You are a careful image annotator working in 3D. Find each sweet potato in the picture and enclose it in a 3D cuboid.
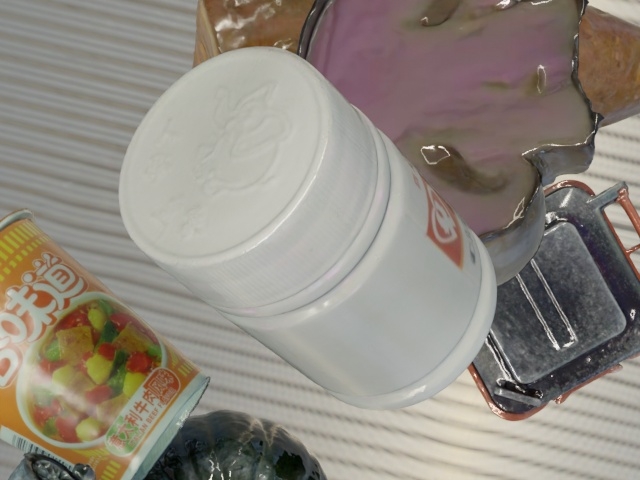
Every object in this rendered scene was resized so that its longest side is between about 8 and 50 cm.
[{"bbox_3d":[0.084,-0.093,0.948,0.336,0.131,0.131,4,91,-12],"label":"sweet potato"}]

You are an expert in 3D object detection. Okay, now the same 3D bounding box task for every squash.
[{"bbox_3d":[-0.085,0.253,1.286,0.218,0.172,0.218,-10,111,-28],"label":"squash"}]

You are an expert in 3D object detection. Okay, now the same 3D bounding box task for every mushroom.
[{"bbox_3d":[0.057,-0.055,0.747,0.141,0.117,0.188,-1,62,0],"label":"mushroom"}]

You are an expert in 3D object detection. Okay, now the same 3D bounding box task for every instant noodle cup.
[{"bbox_3d":[-0.186,0.093,1.110,0.185,0.168,0.168,34,94,3],"label":"instant noodle cup"}]

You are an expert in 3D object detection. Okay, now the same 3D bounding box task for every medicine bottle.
[{"bbox_3d":[0.000,0.000,0.359,0.057,0.089,0.057,-15,58,26],"label":"medicine bottle"}]

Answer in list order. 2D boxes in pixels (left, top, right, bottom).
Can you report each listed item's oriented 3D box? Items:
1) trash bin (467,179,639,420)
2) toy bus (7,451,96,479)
[{"bbox_3d":[0.194,0.041,1.319,0.184,0.238,0.161,-29,90,3],"label":"trash bin"},{"bbox_3d":[-0.115,0.131,0.499,0.089,0.194,0.087,42,101,16],"label":"toy bus"}]
